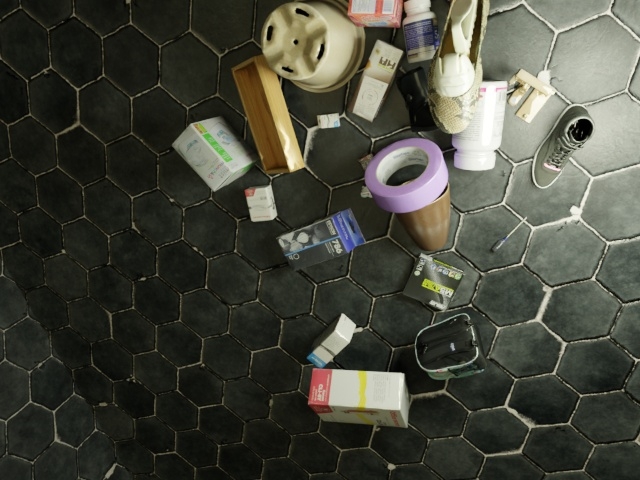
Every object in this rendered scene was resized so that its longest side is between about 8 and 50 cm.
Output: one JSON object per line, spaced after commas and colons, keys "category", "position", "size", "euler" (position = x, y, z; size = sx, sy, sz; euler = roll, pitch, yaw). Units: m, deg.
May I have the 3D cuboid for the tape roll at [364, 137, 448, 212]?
{"category": "tape roll", "position": [0.296, -0.228, 1.679], "size": [0.275, 0.274, 0.090], "euler": [-15, 138, 21]}

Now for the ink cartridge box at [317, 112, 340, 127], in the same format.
{"category": "ink cartridge box", "position": [0.027, -0.447, 1.807], "size": [0.084, 0.028, 0.048], "euler": [-2, 110, 17]}

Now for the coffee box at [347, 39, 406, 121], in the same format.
{"category": "coffee box", "position": [0.195, -0.548, 1.659], "size": [0.098, 0.141, 0.246], "euler": [27, 115, 5]}

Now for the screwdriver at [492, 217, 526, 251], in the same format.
{"category": "screwdriver", "position": [0.702, -0.020, 1.788], "size": [0.170, 0.024, 0.025], "euler": [-47, 64, 24]}

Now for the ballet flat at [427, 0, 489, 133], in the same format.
{"category": "ballet flat", "position": [0.413, -0.576, 1.456], "size": [0.164, 0.182, 0.481], "euler": [9, 82, 20]}

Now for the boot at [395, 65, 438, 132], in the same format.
{"category": "boot", "position": [0.349, -0.472, 1.608], "size": [0.094, 0.246, 0.207], "euler": [-27, 107, -14]}

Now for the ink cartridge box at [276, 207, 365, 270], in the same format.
{"category": "ink cartridge box", "position": [0.000, 0.000, 1.971], "size": [0.333, 0.065, 0.165], "euler": [-21, 103, 21]}

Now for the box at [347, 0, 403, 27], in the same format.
{"category": "box", "position": [0.186, -0.841, 1.514], "size": [0.154, 0.142, 0.299], "euler": [8, 100, 16]}

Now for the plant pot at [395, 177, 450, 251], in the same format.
{"category": "plant pot", "position": [0.386, -0.081, 1.767], "size": [0.216, 0.215, 0.230], "euler": [-12, 121, 20]}

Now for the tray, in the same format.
{"category": "tray", "position": [-0.194, -0.455, 1.785], "size": [0.203, 0.076, 0.410], "euler": [9, 120, 57]}

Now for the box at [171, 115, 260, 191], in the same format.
{"category": "box", "position": [-0.391, -0.334, 1.841], "size": [0.127, 0.262, 0.231], "euler": [-40, 95, 25]}

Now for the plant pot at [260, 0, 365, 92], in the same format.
{"category": "plant pot", "position": [-0.043, -0.651, 1.596], "size": [0.334, 0.305, 0.333], "euler": [6, 112, 14]}

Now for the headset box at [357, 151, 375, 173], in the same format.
{"category": "headset box", "position": [0.185, -0.290, 1.822], "size": [0.062, 0.032, 0.083], "euler": [-25, 101, 22]}

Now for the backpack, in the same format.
{"category": "backpack", "position": [0.509, 0.431, 1.904], "size": [0.254, 0.225, 0.191], "euler": [-22, 134, 22]}

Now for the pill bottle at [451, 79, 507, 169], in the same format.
{"category": "pill bottle", "position": [0.525, -0.388, 1.617], "size": [0.161, 0.160, 0.282], "euler": [4, 111, 14]}

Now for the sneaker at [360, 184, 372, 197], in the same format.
{"category": "sneaker", "position": [0.203, -0.197, 1.849], "size": [0.098, 0.038, 0.069], "euler": [5, 113, 13]}

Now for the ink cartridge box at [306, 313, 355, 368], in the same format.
{"category": "ink cartridge box", "position": [0.048, 0.432, 2.077], "size": [0.086, 0.148, 0.203], "euler": [41, 116, -3]}

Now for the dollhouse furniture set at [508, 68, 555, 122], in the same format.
{"category": "dollhouse furniture set", "position": [0.660, -0.461, 1.556], "size": [0.144, 0.151, 0.123], "euler": [34, 116, 4]}

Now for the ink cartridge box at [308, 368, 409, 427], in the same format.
{"category": "ink cartridge box", "position": [0.173, 0.674, 2.064], "size": [0.385, 0.160, 0.279], "euler": [-2, 145, 16]}

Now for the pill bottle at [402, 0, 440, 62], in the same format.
{"category": "pill bottle", "position": [0.328, -0.687, 1.583], "size": [0.112, 0.112, 0.186], "euler": [-6, 108, 18]}

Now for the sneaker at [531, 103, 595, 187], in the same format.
{"category": "sneaker", "position": [0.790, -0.296, 1.586], "size": [0.105, 0.147, 0.295], "euler": [21, 116, 5]}

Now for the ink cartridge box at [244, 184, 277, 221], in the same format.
{"category": "ink cartridge box", "position": [-0.243, -0.153, 1.982], "size": [0.099, 0.056, 0.135], "euler": [-4, 109, 17]}

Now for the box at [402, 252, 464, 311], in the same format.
{"category": "box", "position": [0.447, 0.167, 1.919], "size": [0.191, 0.045, 0.184], "euler": [23, 113, 7]}
